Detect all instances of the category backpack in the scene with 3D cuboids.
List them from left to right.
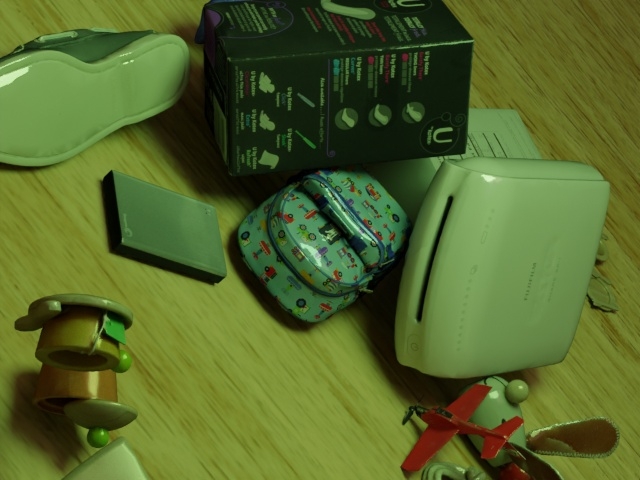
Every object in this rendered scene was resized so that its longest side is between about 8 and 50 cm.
[{"bbox_3d":[0.000,0.000,1.737,0.158,0.117,0.173,52,35,3],"label":"backpack"}]

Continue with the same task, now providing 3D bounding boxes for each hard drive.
[{"bbox_3d":[-0.161,-0.013,1.645,0.135,0.022,0.094,19,45,-38],"label":"hard drive"}]

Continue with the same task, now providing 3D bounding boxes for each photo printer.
[{"bbox_3d":[0.203,0.029,1.827,0.107,0.256,0.307,20,12,34],"label":"photo printer"}]

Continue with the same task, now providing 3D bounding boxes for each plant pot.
[{"bbox_3d":[-0.193,0.242,1.297,0.096,0.109,0.109,-22,75,-42],"label":"plant pot"}]

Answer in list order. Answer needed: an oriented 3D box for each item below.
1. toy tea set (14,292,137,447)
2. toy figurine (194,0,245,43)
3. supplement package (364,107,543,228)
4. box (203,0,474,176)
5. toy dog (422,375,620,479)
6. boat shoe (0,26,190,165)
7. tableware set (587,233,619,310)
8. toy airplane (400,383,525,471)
[{"bbox_3d":[-0.269,0.106,1.278,0.336,0.200,0.124,21,62,-39],"label":"toy tea set"},{"bbox_3d":[-0.053,-0.219,1.916,0.362,0.191,0.217,33,67,-33],"label":"toy figurine"},{"bbox_3d":[0.159,-0.075,1.972,0.244,0.139,0.134,-3,62,-51],"label":"supplement package"},{"bbox_3d":[0.015,-0.177,1.754,0.270,0.143,0.165,-6,31,-11],"label":"box"},{"bbox_3d":[0.289,0.287,1.753,0.334,0.161,0.220,46,33,-7],"label":"toy dog"},{"bbox_3d":[-0.269,-0.155,1.621,0.099,0.116,0.319,17,26,33],"label":"boat shoe"},{"bbox_3d":[0.360,0.019,2.223,0.141,0.020,0.169,29,39,-29],"label":"tableware set"},{"bbox_3d":[0.154,0.203,1.717,0.151,0.151,0.028,-77,158,-50],"label":"toy airplane"}]
